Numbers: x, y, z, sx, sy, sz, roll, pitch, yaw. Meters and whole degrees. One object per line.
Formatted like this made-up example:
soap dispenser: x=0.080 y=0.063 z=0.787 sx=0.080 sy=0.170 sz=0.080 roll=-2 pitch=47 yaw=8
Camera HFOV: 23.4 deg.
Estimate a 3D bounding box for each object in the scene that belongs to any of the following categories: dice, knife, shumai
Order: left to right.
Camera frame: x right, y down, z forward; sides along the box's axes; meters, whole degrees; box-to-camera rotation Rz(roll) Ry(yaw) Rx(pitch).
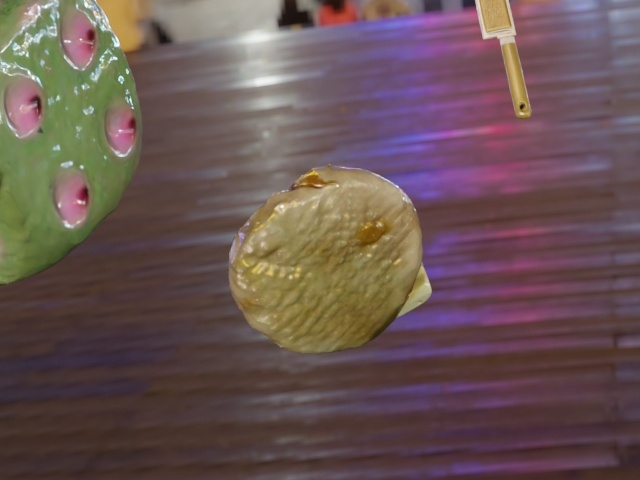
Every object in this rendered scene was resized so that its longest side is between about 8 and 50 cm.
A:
dice: x=-0.438 y=-0.152 z=1.931 sx=0.318 sy=0.330 sz=0.322 roll=0 pitch=41 yaw=28
shumai: x=0.000 y=0.000 z=1.452 sx=0.201 sy=0.201 sz=0.120 roll=-12 pitch=34 yaw=-15
knife: x=0.241 y=-0.287 z=2.100 sx=0.046 sy=0.256 sz=0.022 roll=-12 pitch=-9 yaw=1

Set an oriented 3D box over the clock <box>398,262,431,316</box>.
clock: x=0.035 y=0.046 z=1.879 sx=0.151 sy=0.191 sz=0.062 roll=-29 pitch=55 yaw=16
